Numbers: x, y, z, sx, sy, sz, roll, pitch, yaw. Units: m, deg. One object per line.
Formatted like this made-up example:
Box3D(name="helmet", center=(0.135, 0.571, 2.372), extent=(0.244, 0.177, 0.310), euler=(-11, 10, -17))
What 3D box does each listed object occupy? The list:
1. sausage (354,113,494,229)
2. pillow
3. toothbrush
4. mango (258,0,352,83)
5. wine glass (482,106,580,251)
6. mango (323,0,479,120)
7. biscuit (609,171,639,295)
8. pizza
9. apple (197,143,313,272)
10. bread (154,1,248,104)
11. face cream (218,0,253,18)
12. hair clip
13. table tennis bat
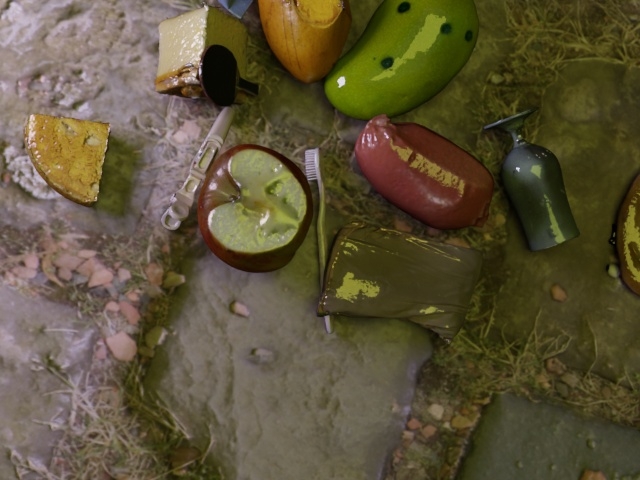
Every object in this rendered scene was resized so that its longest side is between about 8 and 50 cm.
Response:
Box3D(name="sausage", center=(0.172, -0.109, 1.856), extent=(0.254, 0.148, 0.148), euler=(32, 79, -2))
Box3D(name="pillow", center=(0.134, 0.069, 1.859), extent=(0.270, 0.067, 0.173), euler=(14, 77, -15))
Box3D(name="toothbrush", center=(0.000, 0.000, 1.863), extent=(0.029, 0.025, 0.307), euler=(-6, 86, 21))
Box3D(name="mango", center=(-0.025, -0.381, 1.835), extent=(0.153, 0.126, 0.252), euler=(-3, 99, 16))
Box3D(name="wine glass", center=(0.359, -0.101, 1.915), extent=(0.103, 0.103, 0.231), euler=(-19, 92, -14))
Box3D(name="mango", center=(0.138, -0.310, 1.871), extent=(0.293, 0.143, 0.175), euler=(-41, 92, -4))
Box3D(name="biscuit", center=(0.608, -0.012, 1.993), extent=(0.203, 0.041, 0.260), euler=(-4, 87, -13))
Box3D(name="pizza", center=(-0.385, -0.136, 1.779), extent=(0.134, 0.046, 0.175), euler=(-27, 91, -13))
Box3D(name="apple", center=(-0.105, -0.048, 1.774), extent=(0.173, 0.160, 0.195), euler=(19, 79, -14))
Box3D(name="bread", center=(-0.186, -0.292, 1.833), extent=(0.152, 0.127, 0.147), euler=(13, 78, -45))
Box3D(name="face cream", center=(-0.253, -0.522, 1.832), extent=(0.385, 0.086, 0.136), euler=(34, 73, -12))
Box3D(name="hair clip", center=(-0.189, -0.121, 1.809), extent=(0.034, 0.072, 0.226), euler=(29, 78, -11))
Box3D(name="table tennis bat", center=(-0.145, -0.256, 1.797), extent=(0.014, 0.158, 0.095), euler=(-1, 83, 29))
